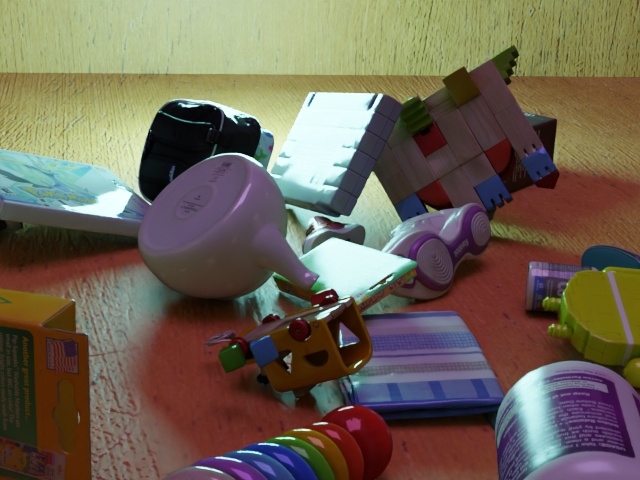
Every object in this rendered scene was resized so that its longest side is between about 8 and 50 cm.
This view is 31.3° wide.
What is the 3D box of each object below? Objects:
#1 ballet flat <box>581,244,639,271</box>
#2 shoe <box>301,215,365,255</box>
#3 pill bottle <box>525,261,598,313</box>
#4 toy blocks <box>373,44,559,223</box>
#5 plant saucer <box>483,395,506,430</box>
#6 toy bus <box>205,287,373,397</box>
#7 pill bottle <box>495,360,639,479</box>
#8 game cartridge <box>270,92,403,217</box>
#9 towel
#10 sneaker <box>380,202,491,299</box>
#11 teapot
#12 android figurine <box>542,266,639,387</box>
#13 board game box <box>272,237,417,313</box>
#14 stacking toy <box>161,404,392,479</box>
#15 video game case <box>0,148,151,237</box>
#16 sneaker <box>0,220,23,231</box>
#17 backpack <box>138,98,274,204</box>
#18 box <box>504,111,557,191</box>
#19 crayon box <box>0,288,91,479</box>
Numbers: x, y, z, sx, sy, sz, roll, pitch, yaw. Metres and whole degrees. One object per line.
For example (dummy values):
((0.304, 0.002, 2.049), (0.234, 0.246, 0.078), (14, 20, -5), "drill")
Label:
((0.526, 0.073, 1.811), (0.086, 0.086, 0.248), (-12, 25, -35), "ballet flat")
((0.000, 0.000, 1.964), (0.081, 0.063, 0.178), (12, 16, 30), "shoe")
((0.387, 0.076, 1.759), (0.137, 0.078, 0.078), (5, 20, 9), "pill bottle")
((0.258, -0.141, 2.100), (0.381, 0.261, 0.191), (-30, -13, 10), "toy blocks")
((0.253, 0.236, 1.384), (0.067, 0.018, 0.192), (-2, 19, -12), "plant saucer")
((-0.034, 0.147, 1.472), (0.191, 0.104, 0.202), (-24, 6, -11), "toy bus")
((0.259, 0.252, 1.112), (0.169, 0.169, 0.301), (4, 19, 5), "pill bottle")
((0.016, -0.163, 2.121), (0.068, 0.230, 0.355), (23, -1, -23), "game cartridge")
((0.118, 0.165, 1.533), (0.209, 0.034, 0.285), (-3, 20, -6), "towel")
((0.161, 0.026, 1.883), (0.152, 0.114, 0.305), (-8, 11, 37), "sneaker")
((-0.147, 0.002, 1.768), (0.252, 0.187, 0.256), (-28, 35, 16), "teapot")
((0.452, 0.116, 1.612), (0.272, 0.056, 0.248), (3, 35, -2), "android figurine")
((0.037, 0.054, 1.720), (0.124, 0.039, 0.259), (-33, 19, -20), "board game box")
((-0.027, 0.245, 1.170), (0.141, 0.141, 0.330), (13, 19, 29), "stacking toy")
((-0.462, -0.088, 2.011), (0.329, 0.036, 0.300), (8, 19, -40), "video game case")
((-0.635, -0.082, 2.066), (0.108, 0.100, 0.271), (-16, 27, -31), "sneaker")
((-0.220, -0.146, 2.115), (0.191, 0.225, 0.253), (14, 1, -45), "backpack")
((0.322, -0.180, 2.392), (0.191, 0.143, 0.381), (16, 22, 35), "box")
((-0.384, 0.156, 1.260), (0.323, 0.203, 0.083), (8, 20, 14), "crayon box")
